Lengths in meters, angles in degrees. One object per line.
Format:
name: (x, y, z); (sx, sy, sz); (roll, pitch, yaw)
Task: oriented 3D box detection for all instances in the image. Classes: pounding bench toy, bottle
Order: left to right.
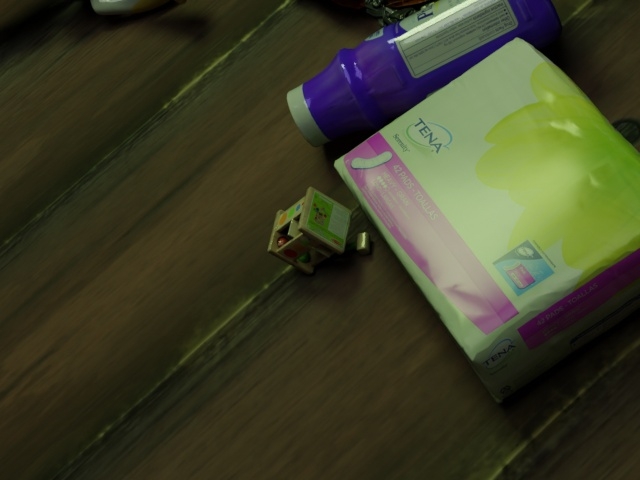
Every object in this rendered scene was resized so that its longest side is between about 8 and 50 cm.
pounding bench toy: (0.000, 0.000, 1.245); (0.065, 0.083, 0.052); (-35, 33, 45)
bottle: (0.102, -0.185, 1.291); (0.283, 0.092, 0.118); (-26, 9, 16)

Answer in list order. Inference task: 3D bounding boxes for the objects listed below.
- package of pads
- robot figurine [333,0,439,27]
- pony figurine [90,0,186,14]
package of pads: (0.173, -0.033, 1.138); (0.229, 0.101, 0.296); (-34, 46, 1)
robot figurine: (0.093, -0.327, 1.428); (0.291, 0.085, 0.211); (20, 64, 38)
pony figurine: (-0.320, -0.446, 1.619); (0.364, 0.303, 0.350); (3, 86, 16)
